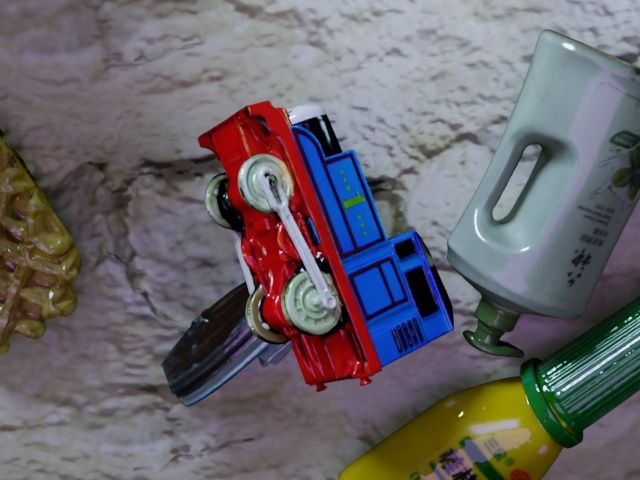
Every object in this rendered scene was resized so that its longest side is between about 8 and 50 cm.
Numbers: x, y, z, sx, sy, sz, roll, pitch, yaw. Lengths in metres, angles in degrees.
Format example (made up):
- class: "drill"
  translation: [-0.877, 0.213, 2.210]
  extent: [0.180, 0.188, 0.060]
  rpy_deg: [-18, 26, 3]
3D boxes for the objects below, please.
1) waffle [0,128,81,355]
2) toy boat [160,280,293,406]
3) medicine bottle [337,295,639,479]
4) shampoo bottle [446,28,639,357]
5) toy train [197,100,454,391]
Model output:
- class: "waffle"
  translation: [-0.270, -0.004, 0.770]
  extent: [0.149, 0.051, 0.194]
  rpy_deg: [-28, 109, 8]
- class: "toy boat"
  translation: [-0.057, 0.076, 0.791]
  extent: [0.140, 0.059, 0.066]
  rpy_deg: [-44, 130, 12]
- class: "medicine bottle"
  translation: [0.152, 0.143, 0.795]
  extent: [0.309, 0.076, 0.111]
  rpy_deg: [-38, 114, 9]
- class: "shampoo bottle"
  translation: [0.164, -0.022, 0.741]
  extent: [0.118, 0.087, 0.234]
  rpy_deg: [21, 105, -9]
- class: "toy train"
  translation: [0.000, 0.000, 0.734]
  extent: [0.131, 0.082, 0.204]
  rpy_deg: [-22, 91, -34]
